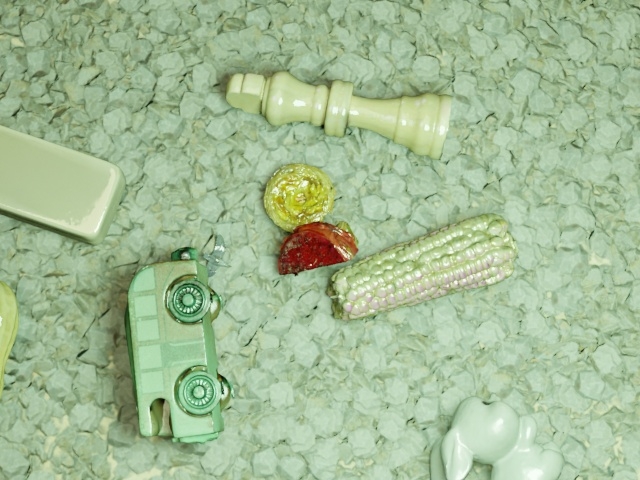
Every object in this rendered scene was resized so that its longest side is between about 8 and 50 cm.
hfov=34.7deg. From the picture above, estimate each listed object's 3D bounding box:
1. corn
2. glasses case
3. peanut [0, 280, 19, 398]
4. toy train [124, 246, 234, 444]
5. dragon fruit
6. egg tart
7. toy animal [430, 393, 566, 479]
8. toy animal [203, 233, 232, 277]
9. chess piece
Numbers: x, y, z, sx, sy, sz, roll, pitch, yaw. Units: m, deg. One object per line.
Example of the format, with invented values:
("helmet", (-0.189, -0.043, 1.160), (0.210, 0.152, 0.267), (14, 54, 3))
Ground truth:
("corn", (0.173, 0.048, 1.754), (0.335, 0.126, 0.126), (-16, 79, -2))
("glasses case", (-0.515, -0.109, 1.769), (0.337, 0.076, 0.144), (20, 78, 1))
("peanut", (-0.586, 0.207, 1.675), (0.147, 0.147, 0.305), (11, 82, 0))
("toy train", (-0.236, 0.175, 1.694), (0.159, 0.129, 0.326), (-7, 81, 0))
("dragon fruit", (0.000, 0.000, 1.743), (0.106, 0.162, 0.083), (-31, 99, -46))
("egg tart", (-0.037, -0.073, 1.800), (0.129, 0.049, 0.128), (-1, 76, 3))
("toy animal", (0.289, 0.358, 1.684), (0.193, 0.127, 0.178), (32, 80, 2))
("toy animal", (-0.177, 0.035, 1.778), (0.050, 0.028, 0.084), (26, 79, 11))
("chess piece", (0.028, -0.231, 1.809), (0.397, 0.117, 0.117), (10, 78, 1))
